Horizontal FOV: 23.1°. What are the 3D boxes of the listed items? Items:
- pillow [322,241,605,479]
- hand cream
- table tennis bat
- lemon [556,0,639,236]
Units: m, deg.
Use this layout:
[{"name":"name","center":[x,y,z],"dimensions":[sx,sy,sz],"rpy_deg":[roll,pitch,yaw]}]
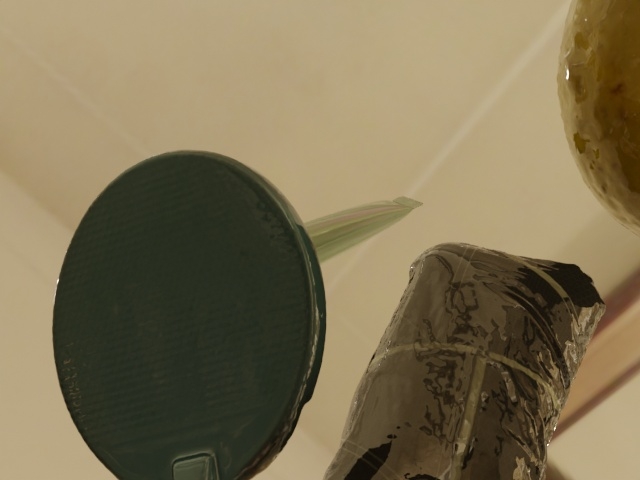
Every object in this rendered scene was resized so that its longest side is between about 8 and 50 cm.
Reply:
[{"name":"pillow","center":[0.100,0.124,1.113],"dimensions":[0.161,0.092,0.335],"rpy_deg":[6,-137,20]},{"name":"hand cream","center":[0.000,0.000,1.539],"dimensions":[0.205,0.078,0.050],"rpy_deg":[-24,-80,-10]},{"name":"table tennis bat","center":[-0.089,0.095,1.064],"dimensions":[0.044,0.215,0.329],"rpy_deg":[24,-126,-60]},{"name":"lemon","center":[0.321,-0.141,1.251],"dimensions":[0.316,0.285,0.285],"rpy_deg":[55,-131,-8]}]
